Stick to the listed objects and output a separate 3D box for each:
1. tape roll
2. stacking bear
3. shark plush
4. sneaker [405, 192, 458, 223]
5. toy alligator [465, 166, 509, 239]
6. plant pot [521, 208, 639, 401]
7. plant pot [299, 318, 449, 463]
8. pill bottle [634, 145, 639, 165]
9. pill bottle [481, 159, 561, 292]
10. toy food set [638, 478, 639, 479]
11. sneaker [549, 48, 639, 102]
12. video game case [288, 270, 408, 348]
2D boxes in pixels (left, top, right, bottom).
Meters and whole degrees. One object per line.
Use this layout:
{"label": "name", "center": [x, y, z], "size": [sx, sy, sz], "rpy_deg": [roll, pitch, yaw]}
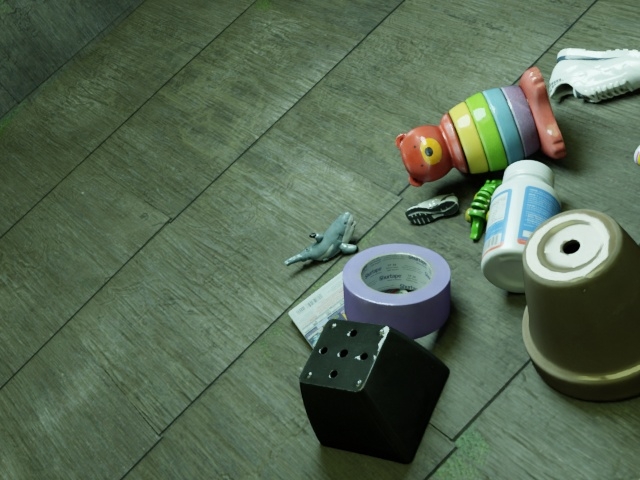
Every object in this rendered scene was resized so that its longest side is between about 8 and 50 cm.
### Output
{"label": "tape roll", "center": [0.134, 0.088, 1.770], "size": [0.189, 0.080, 0.189], "rpy_deg": [-2, 32, 1]}
{"label": "stacking bear", "center": [0.291, -0.195, 1.907], "size": [0.289, 0.175, 0.164], "rpy_deg": [-19, 6, 6]}
{"label": "shark plush", "center": [0.000, 0.000, 2.013], "size": [0.161, 0.067, 0.073], "rpy_deg": [-22, 42, 15]}
{"label": "sneaker", "center": [0.217, -0.063, 1.955], "size": [0.109, 0.040, 0.044], "rpy_deg": [-12, 29, 20]}
{"label": "toy alligator", "center": [0.318, -0.086, 1.891], "size": [0.056, 0.051, 0.190], "rpy_deg": [9, 57, 39]}
{"label": "plant pot", "center": [0.411, 0.076, 1.535], "size": [0.263, 0.229, 0.263], "rpy_deg": [-20, 41, 18]}
{"label": "plant pot", "center": [0.072, 0.232, 1.663], "size": [0.187, 0.167, 0.188], "rpy_deg": [4, 54, 37]}
{"label": "pill bottle", "center": [0.592, -0.138, 1.760], "size": [0.043, 0.043, 0.083], "rpy_deg": [-42, 41, -8]}
{"label": "pill bottle", "center": [0.354, -0.030, 1.757], "size": [0.124, 0.124, 0.222], "rpy_deg": [-7, 48, 29]}
{"label": "toy food set", "center": [0.490, 0.357, 1.363], "size": [0.192, 0.038, 0.132], "rpy_deg": [-40, 47, -14]}
{"label": "sneaker", "center": [0.553, -0.309, 1.936], "size": [0.235, 0.090, 0.095], "rpy_deg": [7, 69, 43]}
{"label": "video game case", "center": [0.058, 0.130, 1.884], "size": [0.201, 0.023, 0.183], "rpy_deg": [-37, 40, -3]}
